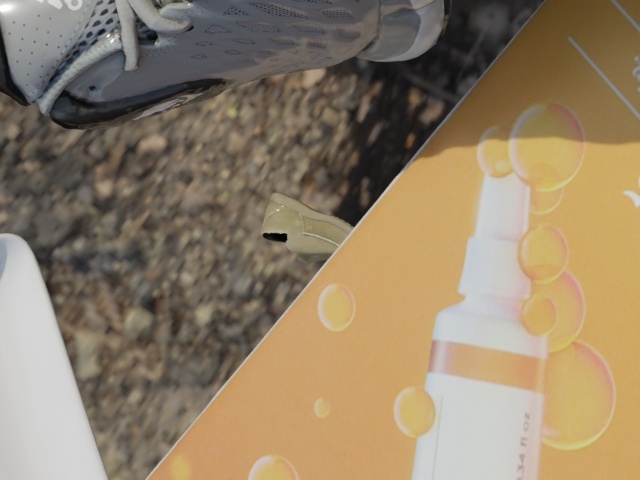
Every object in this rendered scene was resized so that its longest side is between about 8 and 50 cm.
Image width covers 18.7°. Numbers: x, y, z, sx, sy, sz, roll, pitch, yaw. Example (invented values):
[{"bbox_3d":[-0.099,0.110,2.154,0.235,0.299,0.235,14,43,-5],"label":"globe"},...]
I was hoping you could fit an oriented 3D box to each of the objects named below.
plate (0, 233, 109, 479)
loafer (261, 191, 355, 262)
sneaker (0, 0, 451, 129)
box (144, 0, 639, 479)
[{"bbox_3d":[-0.231,0.164,0.975,0.045,0.277,0.278,-15,94,57],"label":"plate"},{"bbox_3d":[0.000,0.000,1.880,0.148,0.050,0.056,26,174,42],"label":"loafer"},{"bbox_3d":[-0.033,-0.078,0.478,0.132,0.229,0.086,-22,74,-5],"label":"sneaker"},{"bbox_3d":[0.102,0.088,0.601,0.345,0.168,0.215,-51,62,25],"label":"box"}]
